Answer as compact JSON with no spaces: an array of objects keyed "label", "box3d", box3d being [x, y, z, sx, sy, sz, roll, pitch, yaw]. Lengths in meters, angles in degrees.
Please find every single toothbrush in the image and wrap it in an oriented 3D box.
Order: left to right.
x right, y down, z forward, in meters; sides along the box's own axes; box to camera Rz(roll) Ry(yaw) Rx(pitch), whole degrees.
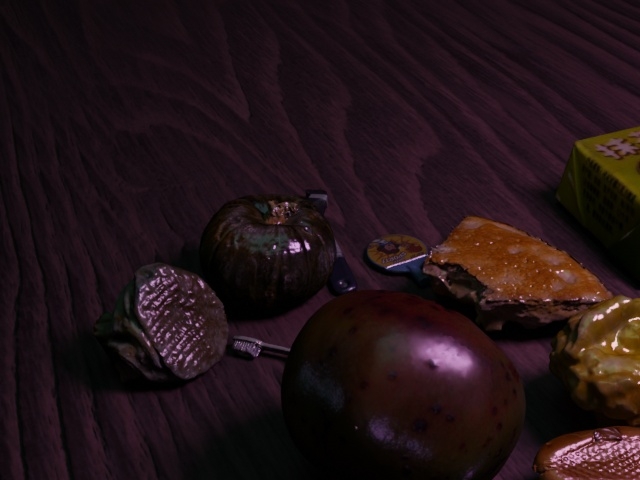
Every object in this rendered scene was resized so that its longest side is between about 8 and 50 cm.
[{"label":"toothbrush","box3d":[0.001,0.177,1.419,0.294,0.026,0.028,10,55,22]}]

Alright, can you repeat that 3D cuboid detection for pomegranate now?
[{"label":"pomegranate","box3d":[0.094,0.224,1.183,0.290,0.323,0.291,6,3,0]}]

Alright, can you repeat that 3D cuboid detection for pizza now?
[{"label":"pizza","box3d":[0.278,0.062,1.499,0.223,0.089,0.323,-18,34,-29]}]

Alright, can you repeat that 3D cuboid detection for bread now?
[{"label":"bread","box3d":[0.344,0.278,1.179,0.189,0.077,0.114,-3,54,1]}]

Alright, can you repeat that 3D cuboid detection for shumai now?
[{"label":"shumai","box3d":[-0.236,0.134,1.461,0.142,0.184,0.184,-16,19,44]}]

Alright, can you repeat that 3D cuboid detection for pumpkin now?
[{"label":"pumpkin","box3d":[-0.081,0.011,1.562,0.223,0.157,0.224,5,30,-3]}]

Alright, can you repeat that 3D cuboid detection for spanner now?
[{"label":"spanner","box3d":[0.000,0.000,1.691,0.087,0.024,0.316,-12,36,-8]}]

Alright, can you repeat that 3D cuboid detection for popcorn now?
[{"label":"popcorn","box3d":[0.390,0.165,1.278,0.197,0.156,0.198,4,46,-4]}]

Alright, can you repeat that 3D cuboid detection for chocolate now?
[{"label":"chocolate","box3d":[0.584,-0.081,1.628,0.300,0.137,0.289,-13,34,-12]}]

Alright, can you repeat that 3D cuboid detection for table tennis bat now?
[{"label":"table tennis bat","box3d":[0.135,0.031,1.628,0.100,0.019,0.155,-15,33,-16]}]
